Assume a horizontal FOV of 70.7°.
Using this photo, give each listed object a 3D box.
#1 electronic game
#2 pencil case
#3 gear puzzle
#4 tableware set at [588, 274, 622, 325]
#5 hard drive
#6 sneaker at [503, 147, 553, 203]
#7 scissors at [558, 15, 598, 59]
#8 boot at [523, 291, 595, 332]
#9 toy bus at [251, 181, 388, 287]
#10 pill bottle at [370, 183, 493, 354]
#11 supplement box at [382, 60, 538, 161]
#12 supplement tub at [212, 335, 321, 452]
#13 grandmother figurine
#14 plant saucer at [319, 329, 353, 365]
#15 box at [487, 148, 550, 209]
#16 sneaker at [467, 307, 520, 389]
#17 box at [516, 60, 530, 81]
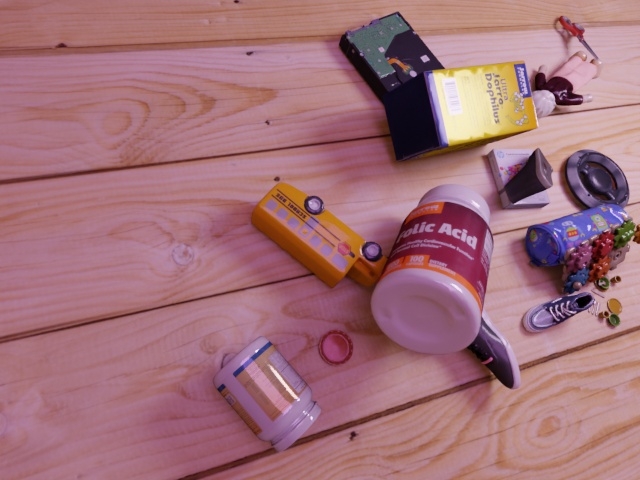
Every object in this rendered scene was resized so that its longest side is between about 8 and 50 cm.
[{"bbox_3d":[0.876,-0.187,1.428,0.229,0.048,0.229,5,68,-13],"label":"electronic game"},{"bbox_3d":[0.733,-0.015,1.286,0.306,0.119,0.133,-15,60,-19],"label":"pencil case"},{"bbox_3d":[0.813,0.034,1.249,0.339,0.175,0.044,-25,35,-13],"label":"gear puzzle"},{"bbox_3d":[0.831,0.163,1.296,0.104,0.024,0.154,30,65,-2],"label":"tableware set"},{"bbox_3d":[0.244,-0.534,1.395,0.237,0.064,0.339,-31,80,-23],"label":"hard drive"},{"bbox_3d":[0.596,-0.191,1.306,0.083,0.118,0.222,52,37,-8],"label":"sneaker"},{"bbox_3d":[0.918,-0.728,1.614,0.109,0.021,0.297,25,47,-9],"label":"scissors"},{"bbox_3d":[0.635,0.185,1.204,0.190,0.086,0.069,-22,76,-21],"label":"boot"},{"bbox_3d":[0.000,0.000,1.103,0.333,0.108,0.130,39,66,3],"label":"toy bus"},{"bbox_3d":[0.275,0.045,1.041,0.224,0.224,0.392,33,44,0],"label":"pill bottle"},{"bbox_3d":[0.386,-0.355,1.249,0.357,0.194,0.195,-15,94,-24],"label":"supplement box"},{"bbox_3d":[-0.109,0.316,0.936,0.144,0.144,0.199,-39,83,-24],"label":"supplement tub"},{"bbox_3d":[0.810,-0.513,1.516,0.342,0.104,0.208,-36,54,-20],"label":"grandmother figurine"},{"bbox_3d":[0.037,0.253,1.068,0.084,0.013,0.083,5,69,-13],"label":"plant saucer"},{"bbox_3d":[0.598,-0.188,1.365,0.145,0.038,0.186,-3,69,-15],"label":"box"},{"bbox_3d":[0.358,0.244,1.108,0.147,0.104,0.295,-20,69,-18],"label":"sneaker"},{"bbox_3d":[0.654,-0.540,1.498,0.018,0.067,0.083,-9,71,-16],"label":"box"}]
